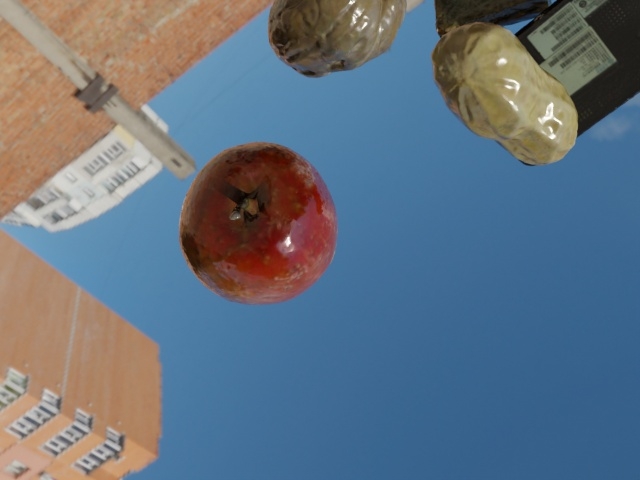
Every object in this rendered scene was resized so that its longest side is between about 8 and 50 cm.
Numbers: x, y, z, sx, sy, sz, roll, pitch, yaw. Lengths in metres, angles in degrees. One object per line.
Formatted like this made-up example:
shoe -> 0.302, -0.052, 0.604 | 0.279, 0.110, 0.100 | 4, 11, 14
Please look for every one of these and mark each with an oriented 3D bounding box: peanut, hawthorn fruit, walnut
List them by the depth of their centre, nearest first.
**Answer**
hawthorn fruit -> -0.077, -0.034, 0.973 | 0.263, 0.231, 0.235 | -43, -139, 44
walnut -> 0.013, -0.324, 1.007 | 0.230, 0.178, 0.178 | -14, -138, 54
peanut -> 0.297, -0.219, 1.074 | 0.152, 0.313, 0.152 | -25, -128, 37

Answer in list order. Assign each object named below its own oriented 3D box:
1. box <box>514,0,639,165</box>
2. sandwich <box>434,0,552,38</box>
box -> 0.439, -0.304, 1.174 | 0.350, 0.211, 0.058 | -39, -169, 22
sandwich -> 0.378, -0.648, 1.582 | 0.262, 0.131, 0.325 | -12, -96, 23
